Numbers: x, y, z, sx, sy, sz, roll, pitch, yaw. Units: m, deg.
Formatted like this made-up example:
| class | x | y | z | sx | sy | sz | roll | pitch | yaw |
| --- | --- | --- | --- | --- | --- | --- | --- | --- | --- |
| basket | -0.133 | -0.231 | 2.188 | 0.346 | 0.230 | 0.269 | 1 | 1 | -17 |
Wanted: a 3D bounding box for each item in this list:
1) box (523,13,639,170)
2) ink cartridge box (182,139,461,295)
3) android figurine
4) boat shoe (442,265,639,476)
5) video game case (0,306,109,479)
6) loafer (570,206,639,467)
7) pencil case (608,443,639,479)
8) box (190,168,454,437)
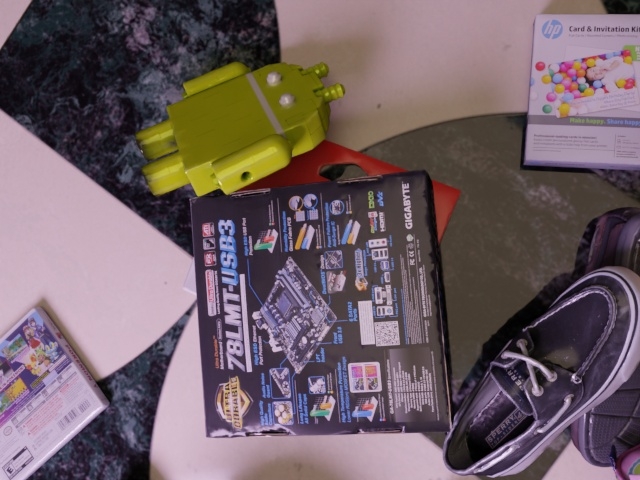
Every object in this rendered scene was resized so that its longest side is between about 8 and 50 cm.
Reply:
| class | x | y | z | sx | sy | sz | roll | pitch | yaw |
| --- | --- | --- | --- | --- | --- | --- | --- | --- | --- |
| box | 0.334 | -0.185 | 0.793 | 0.145 | 0.038 | 0.186 | 5 | 86 | 12 |
| ink cartridge box | 0.000 | 0.000 | 0.836 | 0.296 | 0.066 | 0.261 | 22 | 92 | 12 |
| android figurine | -0.102 | -0.152 | 0.817 | 0.272 | 0.056 | 0.248 | -23 | 43 | -1 |
| boat shoe | 0.236 | 0.152 | 0.702 | 0.301 | 0.102 | 0.108 | -58 | 44 | 27 |
| video game case | -0.433 | 0.231 | 0.933 | 0.201 | 0.023 | 0.183 | -42 | 79 | 7 |
| loafer | 0.348 | 0.109 | 0.751 | 0.108 | 0.095 | 0.303 | 6 | 99 | -15 |
| pencil case | 0.410 | 0.352 | 0.675 | 0.124 | 0.124 | 0.284 | -21 | 92 | 10 |
| box | -0.002 | 0.079 | 0.760 | 0.293 | 0.073 | 0.296 | -7 | 84 | 15 |
